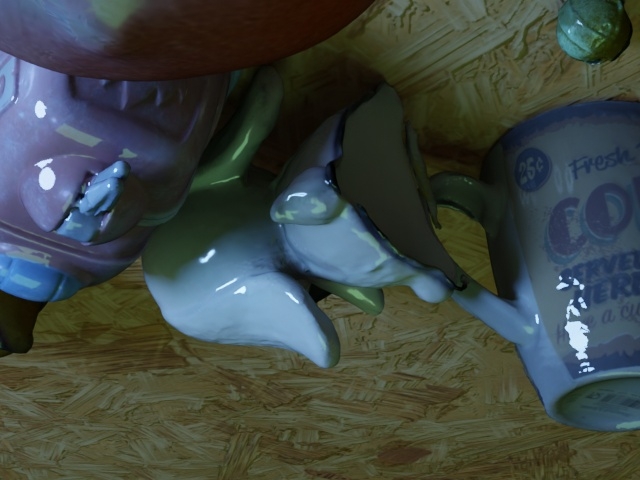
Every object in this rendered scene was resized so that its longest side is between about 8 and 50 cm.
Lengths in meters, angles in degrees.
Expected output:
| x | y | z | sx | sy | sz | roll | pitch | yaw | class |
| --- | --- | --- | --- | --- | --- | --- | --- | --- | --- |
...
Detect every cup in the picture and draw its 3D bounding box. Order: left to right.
| x | y | z | sx | sy | sz | roll | pitch | yaw | class |
| --- | --- | --- | --- | --- | --- | --- | --- | --- | --- |
| 0.228 | 0.028 | 0.892 | 0.301 | 0.257 | 0.227 | 9 | 144 | -8 | cup |

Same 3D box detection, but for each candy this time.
| x | y | z | sx | sy | sz | roll | pitch | yaw | class |
| --- | --- | --- | --- | --- | --- | --- | --- | --- | --- |
| 0.250 | -0.210 | 0.716 | 0.061 | 0.061 | 0.202 | 17 | 136 | -23 | candy |

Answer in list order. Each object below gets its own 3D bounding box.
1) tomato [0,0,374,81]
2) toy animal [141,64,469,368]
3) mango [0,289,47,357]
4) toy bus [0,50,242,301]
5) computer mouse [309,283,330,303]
| x | y | z | sx | sy | sz | roll | pitch | yaw | class |
| --- | --- | --- | --- | --- | --- | --- | --- | --- | --- |
| -0.082 | -0.225 | 0.455 | 0.321 | 0.322 | 0.321 | 1 | 147 | 1 | tomato |
| -0.030 | -0.001 | 0.848 | 0.174 | 0.249 | 0.289 | 7 | 133 | -51 | toy animal |
| -0.437 | 0.064 | 1.059 | 0.287 | 0.153 | 0.201 | 1 | 159 | -4 | mango |
| -0.195 | -0.077 | 0.765 | 0.197 | 0.232 | 0.294 | 22 | 141 | -29 | toy bus |
| 0.000 | 0.000 | 0.984 | 0.217 | 0.122 | 0.073 | -27 | 156 | 37 | computer mouse |
